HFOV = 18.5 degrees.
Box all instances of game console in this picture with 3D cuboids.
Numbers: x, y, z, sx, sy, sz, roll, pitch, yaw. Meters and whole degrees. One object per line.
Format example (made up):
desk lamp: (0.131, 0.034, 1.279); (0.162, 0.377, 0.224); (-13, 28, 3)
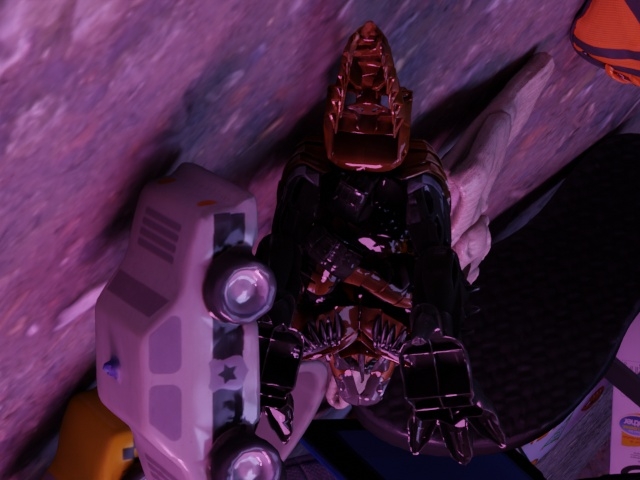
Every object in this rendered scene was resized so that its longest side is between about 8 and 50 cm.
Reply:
game console: (0.173, 0.187, 1.686); (0.250, 0.173, 0.293); (-31, 159, 33)

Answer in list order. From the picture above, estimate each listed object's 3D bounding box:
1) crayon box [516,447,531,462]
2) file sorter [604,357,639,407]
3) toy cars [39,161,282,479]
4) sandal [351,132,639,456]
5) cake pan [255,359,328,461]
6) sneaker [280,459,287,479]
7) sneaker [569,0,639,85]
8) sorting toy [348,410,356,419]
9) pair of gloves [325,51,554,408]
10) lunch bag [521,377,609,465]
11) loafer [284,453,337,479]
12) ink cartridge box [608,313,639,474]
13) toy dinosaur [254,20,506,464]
crayon box: (0.008, 0.346, 1.894); (0.363, 0.106, 0.313); (-31, 177, -44)
file sorter: (0.346, 0.083, 1.854); (0.173, 0.277, 0.193); (-51, 137, 5)
toy cars: (-0.109, 0.122, 1.074); (0.087, 0.176, 0.394); (-8, 147, -25)
sandal: (0.193, 0.065, 1.691); (0.446, 0.167, 0.107); (-36, 157, -36)
cake pan: (-0.115, 0.175, 1.367); (0.293, 0.054, 0.293); (-42, 164, -15)
sneaker: (-0.080, 0.281, 1.314); (0.281, 0.162, 0.106); (-50, 165, 13)
sneaker: (0.288, -0.105, 1.443); (0.124, 0.180, 0.321); (-40, 137, -27)
sorting toy: (0.061, 0.151, 1.800); (0.061, 0.042, 0.102); (-40, 163, -22)
pair of gloves: (0.093, -0.003, 1.396); (0.204, 0.042, 0.240); (-46, 162, -47)
lunch bag: (0.185, 0.200, 2.137); (0.303, 0.115, 0.243); (-51, 162, 12)
loafer: (-0.081, 0.273, 1.664); (0.302, 0.109, 0.095); (-29, 177, -32)
ink cartridge box: (0.459, 0.151, 2.111); (0.151, 0.270, 0.395); (-16, 110, -57)
toy dinosaur: (0.014, 0.004, 1.131); (0.322, 0.164, 0.218); (59, 28, -46)
